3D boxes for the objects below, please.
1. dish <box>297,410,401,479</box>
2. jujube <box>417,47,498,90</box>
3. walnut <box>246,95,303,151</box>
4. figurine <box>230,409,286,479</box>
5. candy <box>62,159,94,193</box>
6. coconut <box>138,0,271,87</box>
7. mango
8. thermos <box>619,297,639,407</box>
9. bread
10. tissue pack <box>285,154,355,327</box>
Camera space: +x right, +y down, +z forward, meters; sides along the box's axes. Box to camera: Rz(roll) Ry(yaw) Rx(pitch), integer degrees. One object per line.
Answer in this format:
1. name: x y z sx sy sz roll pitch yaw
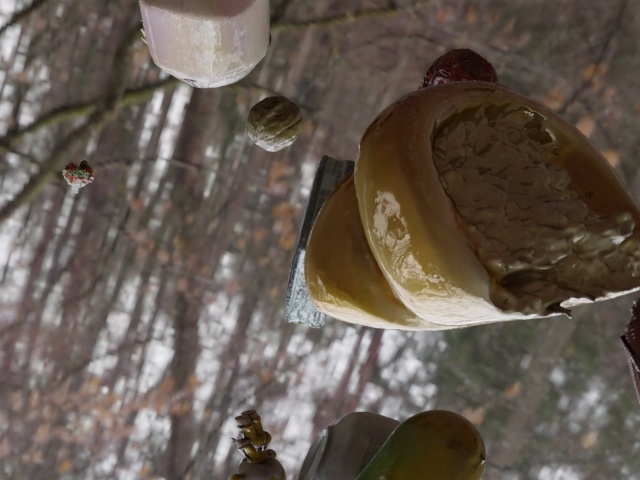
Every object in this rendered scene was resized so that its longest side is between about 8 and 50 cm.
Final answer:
1. dish: 0.037 0.410 2.247 0.117 0.256 0.256 25 -158 -8
2. jujube: 0.202 -0.209 1.938 0.109 0.176 0.112 2 -129 -21
3. walnut: -0.070 -0.178 1.930 0.092 0.092 0.092 18 -157 -8
4. figurine: -0.090 0.321 1.865 0.068 0.143 0.101 -7 168 33
5. candy: -0.443 -0.107 2.319 0.055 0.049 0.184 14 167 -10
6. coconut: -0.184 -0.377 2.053 0.224 0.234 0.224 -10 -144 7
7. mango: 0.141 0.364 1.944 0.156 0.251 0.114 52 -172 22
8. thermos: 0.523 0.196 1.969 0.098 0.124 0.232 -8 -120 -1
9. bread: 0.193 0.000 1.417 0.424 0.245 0.329 -8 -133 -48
10. tissue pack: 0.000 0.000 2.253 0.081 0.185 0.257 11 -136 1
